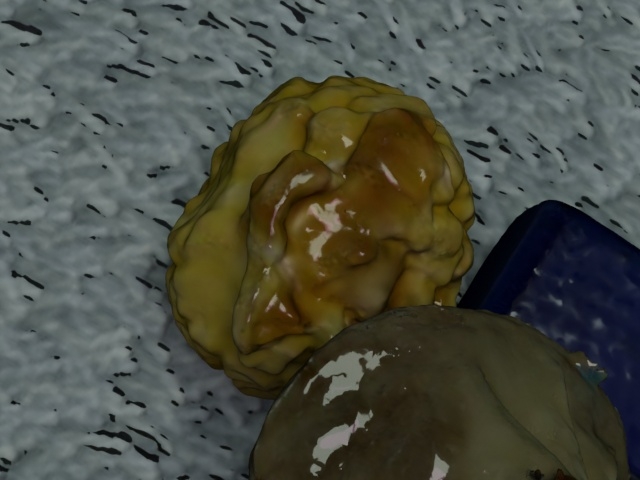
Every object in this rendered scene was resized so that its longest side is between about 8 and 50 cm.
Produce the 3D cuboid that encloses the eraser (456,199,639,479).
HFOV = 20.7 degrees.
[{"bbox_3d":[0.084,0.153,0.890,0.155,0.101,0.332,35,74,-3],"label":"eraser"}]

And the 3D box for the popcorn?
[{"bbox_3d":[0.000,0.000,0.879,0.180,0.180,0.170,-27,51,-16],"label":"popcorn"}]

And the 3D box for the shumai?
[{"bbox_3d":[0.070,0.125,0.771,0.201,0.120,0.201,2,86,-21],"label":"shumai"}]
